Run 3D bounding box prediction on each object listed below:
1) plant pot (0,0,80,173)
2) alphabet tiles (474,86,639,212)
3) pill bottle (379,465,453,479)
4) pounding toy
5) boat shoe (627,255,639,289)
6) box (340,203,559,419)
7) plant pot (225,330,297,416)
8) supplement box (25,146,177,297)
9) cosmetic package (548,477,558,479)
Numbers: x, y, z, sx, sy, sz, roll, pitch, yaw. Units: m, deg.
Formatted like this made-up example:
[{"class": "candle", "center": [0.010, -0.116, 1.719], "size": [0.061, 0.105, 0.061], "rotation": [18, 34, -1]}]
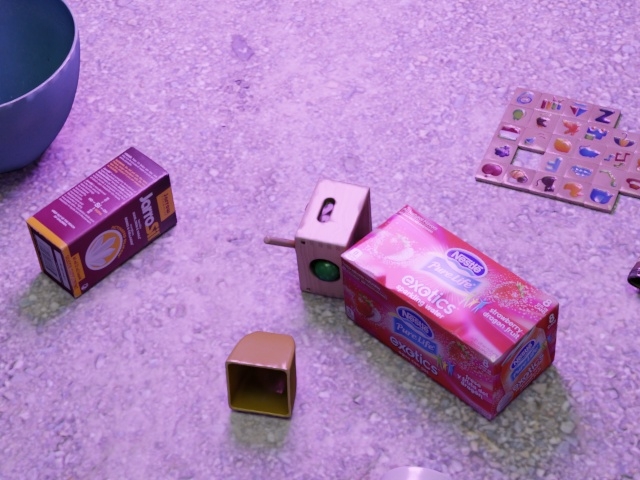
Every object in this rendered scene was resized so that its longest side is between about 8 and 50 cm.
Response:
[{"class": "plant pot", "center": [-0.473, -0.210, 2.101], "size": [0.290, 0.195, 0.290], "rotation": [-3, 48, 3]}, {"class": "alphabet tiles", "center": [0.362, -0.128, 2.082], "size": [0.237, 0.009, 0.198], "rotation": [15, 51, 17]}, {"class": "pill bottle", "center": [0.093, 0.359, 1.596], "size": [0.119, 0.119, 0.208], "rotation": [6, 49, 10]}, {"class": "pounding toy", "center": [0.000, 0.000, 1.917], "size": [0.100, 0.130, 0.141], "rotation": [11, 50, 14]}, {"class": "boat shoe", "center": [0.463, 0.068, 1.873], "size": [0.152, 0.056, 0.049], "rotation": [24, 59, 36]}, {"class": "box", "center": [0.158, 0.085, 1.832], "size": [0.128, 0.122, 0.257], "rotation": [-38, 55, -27]}, {"class": "plant pot", "center": [-0.067, 0.157, 1.819], "size": [0.081, 0.081, 0.083], "rotation": [7, 39, 11]}, {"class": "supplement box", "center": [-0.292, -0.026, 1.983], "size": [0.081, 0.104, 0.188], "rotation": [35, 60, 30]}, {"class": "cosmetic package", "center": [0.267, 0.332, 1.646], "size": [0.041, 0.060, 0.115], "rotation": [-14, 50, -9]}]
